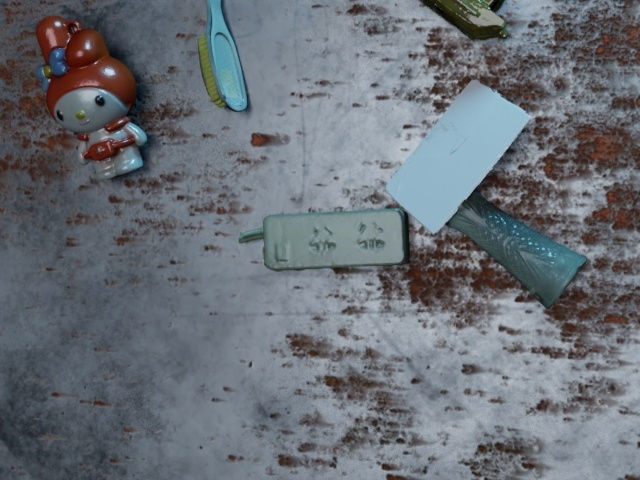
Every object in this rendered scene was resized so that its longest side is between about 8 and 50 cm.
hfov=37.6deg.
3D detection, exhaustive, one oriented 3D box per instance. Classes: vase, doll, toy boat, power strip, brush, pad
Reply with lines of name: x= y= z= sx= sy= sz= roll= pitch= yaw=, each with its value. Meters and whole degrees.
vase: x=0.287 y=0.002 z=1.430 sx=0.219 sy=0.096 sz=0.096 roll=38 pitch=99 yaw=16
doll: x=-0.391 y=-0.249 z=1.599 sx=0.161 sy=0.130 sz=0.290 roll=-16 pitch=100 yaw=21
toy boat: x=0.207 y=-0.395 z=1.469 sx=0.226 sy=0.068 sz=0.088 roll=42 pitch=95 yaw=16
power strip: x=0.000 y=0.000 z=1.528 sx=0.288 sy=0.053 sz=0.093 roll=-3 pitch=89 yaw=15
brush: x=-0.186 y=-0.351 z=1.586 sx=0.060 sy=0.068 sz=0.297 roll=-17 pitch=81 yaw=37
pad: x=0.207 y=-0.133 z=1.449 sx=0.232 sy=0.004 sz=0.156 roll=-51 pitch=42 yaw=9
